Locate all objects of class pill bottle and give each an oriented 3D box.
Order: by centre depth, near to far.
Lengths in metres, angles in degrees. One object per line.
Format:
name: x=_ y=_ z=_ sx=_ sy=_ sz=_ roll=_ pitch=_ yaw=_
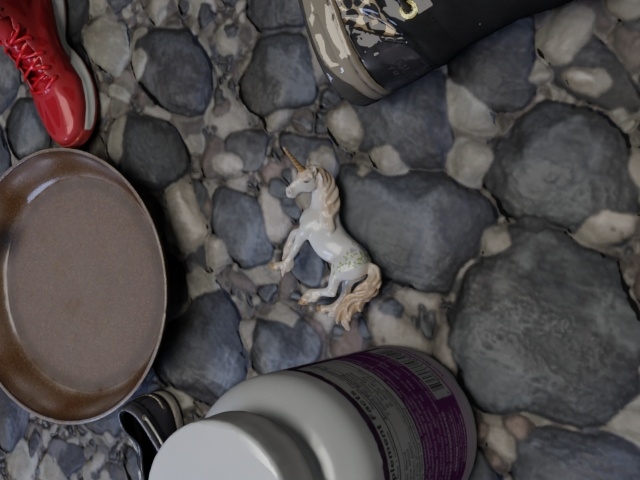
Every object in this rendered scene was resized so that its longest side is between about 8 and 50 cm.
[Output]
pill bottle: x=0.001 y=0.184 z=0.821 sx=0.169 sy=0.301 sz=0.169 roll=1 pitch=92 yaw=31

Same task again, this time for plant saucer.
plant saucer: x=-0.283 y=0.051 z=1.133 sx=0.310 sy=0.050 sz=0.310 roll=1 pitch=91 yaw=30

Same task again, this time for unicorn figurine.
unicorn figurine: x=0.000 y=0.000 z=0.965 sx=0.162 sy=0.060 sz=0.111 roll=43 pitch=112 yaw=5

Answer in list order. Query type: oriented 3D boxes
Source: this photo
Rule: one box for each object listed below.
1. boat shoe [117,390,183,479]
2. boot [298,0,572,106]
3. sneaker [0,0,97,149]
boat shoe: x=-0.174 y=0.267 z=1.064 sx=0.075 sy=0.065 sz=0.206 roll=-16 pitch=83 yaw=30
boot: x=0.094 y=-0.332 z=0.848 sx=0.284 sy=0.138 sz=0.377 roll=-15 pitch=88 yaw=31
sneaker: x=-0.336 y=-0.207 z=1.110 sx=0.087 sy=0.128 sz=0.221 roll=-27 pitch=78 yaw=28
